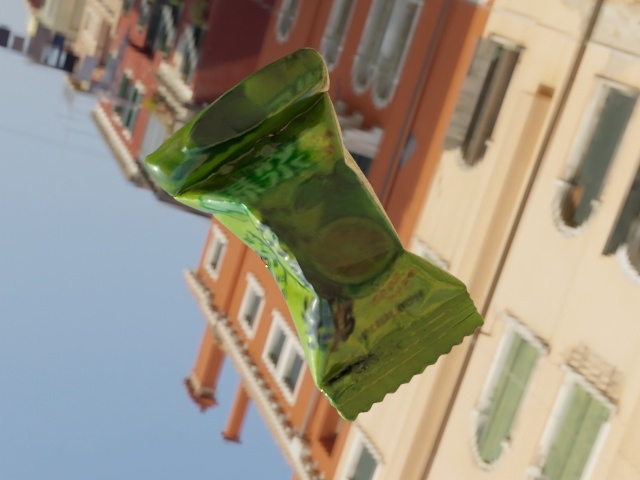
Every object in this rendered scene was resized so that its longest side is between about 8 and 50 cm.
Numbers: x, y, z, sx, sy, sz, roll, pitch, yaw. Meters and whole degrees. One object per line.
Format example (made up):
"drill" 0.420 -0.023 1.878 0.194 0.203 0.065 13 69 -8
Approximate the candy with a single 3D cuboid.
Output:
"candy" 0.000 0.000 0.850 0.246 0.149 0.069 55 163 -3
